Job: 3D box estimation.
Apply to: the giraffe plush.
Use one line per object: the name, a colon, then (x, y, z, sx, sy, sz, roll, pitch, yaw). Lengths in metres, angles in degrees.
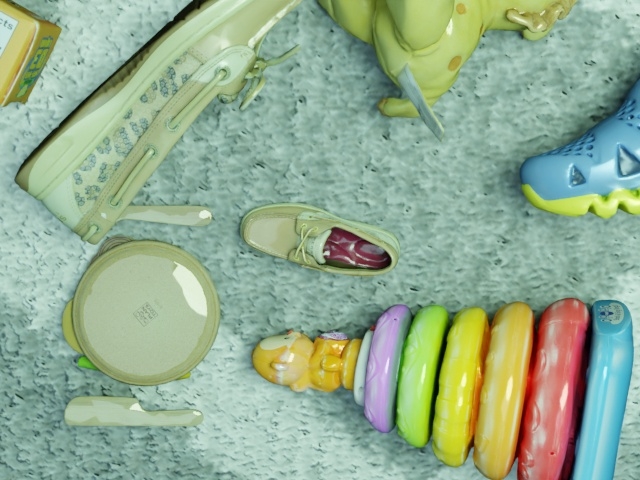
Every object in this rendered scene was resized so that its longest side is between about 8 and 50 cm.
giraffe plush: (0.108, -0.198, 0.767, 0.171, 0.181, 0.210, -26, 90, -15)

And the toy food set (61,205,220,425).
toy food set: (-0.151, 0.060, 0.884, 0.132, 0.038, 0.192, 4, 92, -5)

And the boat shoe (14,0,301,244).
boat shoe: (-0.109, -0.115, 0.812, 0.285, 0.104, 0.089, -39, 107, 14)

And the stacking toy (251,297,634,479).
stacking toy: (0.089, 0.111, 0.846, 0.302, 0.175, 0.165, 9, 101, 13)

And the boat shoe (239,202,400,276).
boat shoe: (0.000, 0.000, 0.858, 0.135, 0.045, 0.050, 8, 102, -1)

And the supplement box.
supplement box: (-0.324, -0.191, 0.806, 0.233, 0.078, 0.080, 31, 98, -6)

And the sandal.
sandal: (0.294, -0.114, 0.798, 0.317, 0.126, 0.138, -24, 98, -2)
